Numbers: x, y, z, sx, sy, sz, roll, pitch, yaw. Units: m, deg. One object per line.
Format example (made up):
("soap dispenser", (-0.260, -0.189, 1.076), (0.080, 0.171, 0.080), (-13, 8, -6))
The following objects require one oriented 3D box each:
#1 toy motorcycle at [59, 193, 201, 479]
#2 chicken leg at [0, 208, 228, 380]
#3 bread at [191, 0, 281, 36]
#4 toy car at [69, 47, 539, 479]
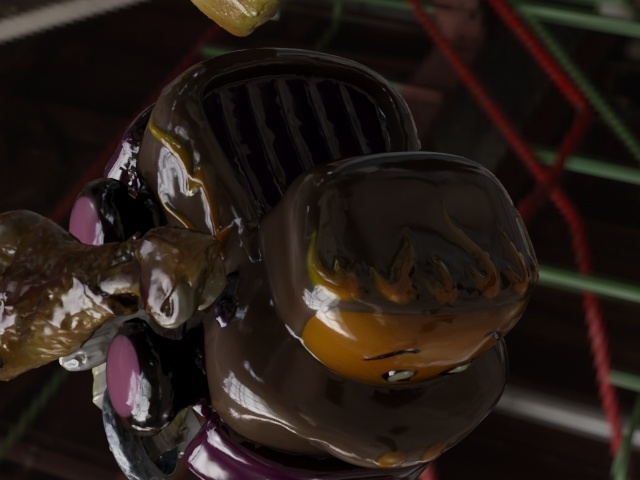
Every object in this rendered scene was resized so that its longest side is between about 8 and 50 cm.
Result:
("toy motorcycle", (-0.145, 0.070, 1.686), (0.340, 0.108, 0.223), (-65, -46, -70))
("chicken leg", (-0.153, 0.030, 1.215), (0.087, 0.251, 0.107), (-23, -78, -49))
("bread", (-0.053, -0.189, 1.382), (0.053, 0.074, 0.132), (-49, 7, -22))
("toy car", (0.000, 0.000, 1.315), (0.271, 0.340, 0.240), (-3, -33, -30))
